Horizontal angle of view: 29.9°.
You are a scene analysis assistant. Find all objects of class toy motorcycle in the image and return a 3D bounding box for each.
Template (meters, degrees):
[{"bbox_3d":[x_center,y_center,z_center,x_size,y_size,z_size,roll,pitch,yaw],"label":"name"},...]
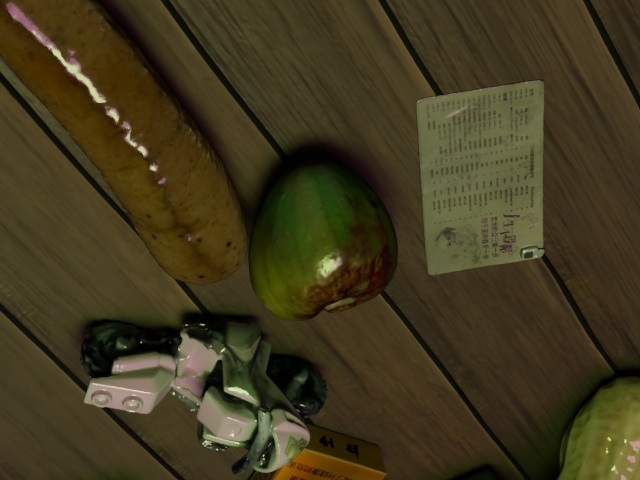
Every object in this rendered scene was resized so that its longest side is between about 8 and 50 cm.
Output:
[{"bbox_3d":[-0.140,0.195,1.504,0.327,0.188,0.143,13,127,-18],"label":"toy motorcycle"}]

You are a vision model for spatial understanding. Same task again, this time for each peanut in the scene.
[{"bbox_3d":[0.397,0.339,1.693,0.152,0.152,0.313,26,83,-25],"label":"peanut"}]

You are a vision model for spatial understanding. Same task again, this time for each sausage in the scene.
[{"bbox_3d":[-0.222,-0.141,1.307,0.136,0.123,0.501,-5,133,37],"label":"sausage"}]

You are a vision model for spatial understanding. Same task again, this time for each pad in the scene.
[{"bbox_3d":[0.204,-0.071,1.499,0.159,0.009,0.265,-10,124,-3],"label":"pad"}]

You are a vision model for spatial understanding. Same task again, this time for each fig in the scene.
[{"bbox_3d":[0.000,0.000,1.417,0.181,0.181,0.191,-7,99,-5],"label":"fig"}]

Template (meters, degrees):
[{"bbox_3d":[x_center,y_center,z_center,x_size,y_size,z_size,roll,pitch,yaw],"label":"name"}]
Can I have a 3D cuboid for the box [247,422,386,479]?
[{"bbox_3d":[-0.031,0.377,1.720,0.152,0.070,0.237,20,119,-23],"label":"box"}]

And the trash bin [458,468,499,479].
[{"bbox_3d":[0.167,0.482,1.763,0.290,0.182,0.209,-26,124,2],"label":"trash bin"}]
